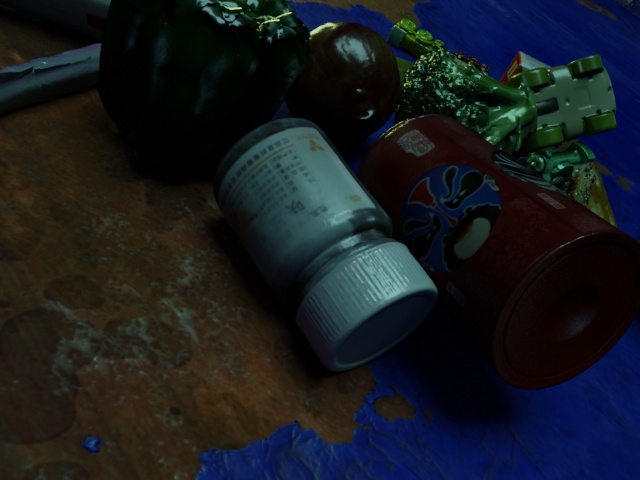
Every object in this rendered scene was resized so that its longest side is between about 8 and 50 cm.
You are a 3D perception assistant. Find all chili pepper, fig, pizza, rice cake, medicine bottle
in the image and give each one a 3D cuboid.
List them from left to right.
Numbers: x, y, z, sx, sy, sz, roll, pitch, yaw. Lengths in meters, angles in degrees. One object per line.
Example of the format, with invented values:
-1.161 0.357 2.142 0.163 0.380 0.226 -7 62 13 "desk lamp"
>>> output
-0.357 -0.229 0.937 0.051 0.081 0.290 46 39 2 "rice cake"
-0.157 -0.220 0.911 0.248 0.257 0.233 8 36 -27 "chili pepper"
0.000 0.000 0.821 0.165 0.165 0.273 -9 54 -39 "medicine bottle"
0.038 -0.237 1.115 0.205 0.205 0.205 17 38 -14 "fig"
0.457 -0.036 1.228 0.194 0.069 0.154 -37 111 -44 "pizza"

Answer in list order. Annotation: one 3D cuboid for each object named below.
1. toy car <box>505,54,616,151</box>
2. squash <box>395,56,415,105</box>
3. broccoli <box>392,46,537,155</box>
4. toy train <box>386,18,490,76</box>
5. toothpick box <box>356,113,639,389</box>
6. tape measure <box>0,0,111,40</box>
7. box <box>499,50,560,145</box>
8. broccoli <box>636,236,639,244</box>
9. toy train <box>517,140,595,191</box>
0.443 -0.258 1.375 0.235 0.235 0.145 -18 95 -44 "toy car"
0.150 -0.305 1.337 0.340 0.095 0.095 9 41 -22 "squash"
0.235 -0.183 1.139 0.241 0.269 0.261 -12 18 2 "broccoli"
0.272 -0.417 1.582 0.249 0.053 0.085 32 45 4 "toy train"
0.198 -0.003 0.855 0.204 0.204 0.333 5 26 -28 "toothpick box"
-0.402 -0.446 1.078 0.258 0.130 0.265 16 69 -12 "tape measure"
0.475 -0.307 1.514 0.182 0.133 0.099 23 38 -4 "box"
0.675 0.033 1.121 0.303 0.284 0.321 28 17 17 "broccoli"
0.423 -0.127 1.292 0.178 0.105 0.071 -11 56 -40 "toy train"
